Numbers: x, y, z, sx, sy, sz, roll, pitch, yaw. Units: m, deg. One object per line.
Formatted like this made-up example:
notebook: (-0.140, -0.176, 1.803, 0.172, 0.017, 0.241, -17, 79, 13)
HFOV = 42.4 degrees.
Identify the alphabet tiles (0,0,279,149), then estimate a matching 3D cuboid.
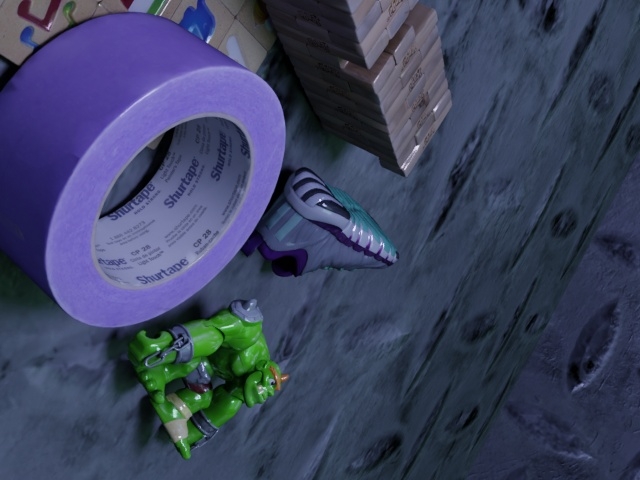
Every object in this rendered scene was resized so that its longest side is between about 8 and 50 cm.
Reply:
alphabet tiles: (-0.091, -0.216, 0.497, 0.285, 0.011, 0.342, -60, 154, -2)

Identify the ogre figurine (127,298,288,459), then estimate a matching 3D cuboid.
ogre figurine: (-0.098, 0.116, 0.735, 0.118, 0.097, 0.197, -30, 129, -17)

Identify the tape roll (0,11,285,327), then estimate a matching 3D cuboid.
tape roll: (-0.116, -0.043, 0.529, 0.189, 0.080, 0.189, -40, 151, -28)

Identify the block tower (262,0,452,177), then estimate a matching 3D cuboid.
block tower: (0.028, -0.171, 0.639, 0.091, 0.097, 0.335, -56, 156, -11)

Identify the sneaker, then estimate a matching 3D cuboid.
sneaker: (0.000, 0.000, 0.828, 0.098, 0.083, 0.224, -42, 151, 10)
